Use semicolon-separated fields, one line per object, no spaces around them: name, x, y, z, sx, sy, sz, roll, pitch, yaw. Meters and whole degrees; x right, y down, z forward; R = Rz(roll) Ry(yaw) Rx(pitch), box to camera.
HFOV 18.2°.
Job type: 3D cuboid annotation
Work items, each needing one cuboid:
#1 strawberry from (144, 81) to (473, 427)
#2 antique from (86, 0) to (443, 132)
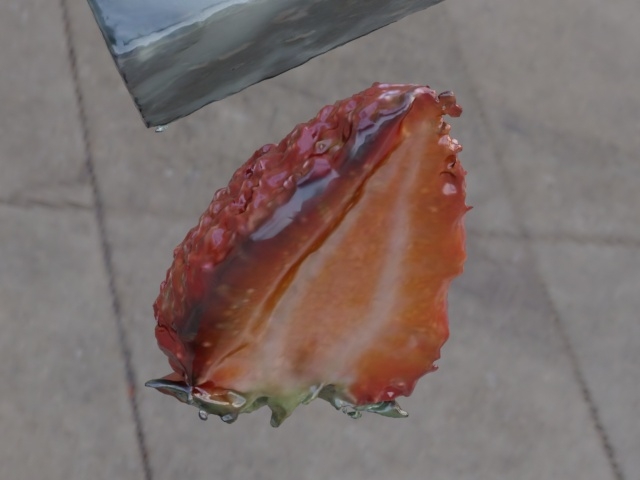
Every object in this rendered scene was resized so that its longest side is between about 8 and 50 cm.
strawberry;-0.013;-0.003;1.049;0.174;0.228;0.098;-8;45;-17
antique;-0.003;-0.125;0.744;0.183;0.086;0.088;-25;75;-2
